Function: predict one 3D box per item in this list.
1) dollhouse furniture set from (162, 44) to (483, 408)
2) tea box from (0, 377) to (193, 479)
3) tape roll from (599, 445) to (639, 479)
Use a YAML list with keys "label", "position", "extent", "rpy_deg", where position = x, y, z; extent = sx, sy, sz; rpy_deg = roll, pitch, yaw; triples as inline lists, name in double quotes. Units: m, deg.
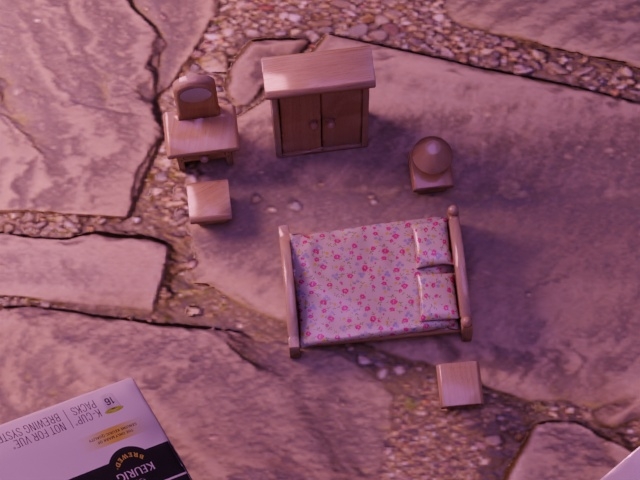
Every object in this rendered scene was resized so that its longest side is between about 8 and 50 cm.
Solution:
- label: "dollhouse furniture set"
  position: [0.000, 0.000, 1.920]
  extent: [0.303, 0.174, 0.355]
  rpy_deg: [-7, 70, -1]
- label: "tea box"
  position: [-0.263, 0.351, 1.708]
  extent: [0.329, 0.220, 0.323]
  rpy_deg: [-18, 67, -36]
- label: "tape roll"
  position: [0.354, 0.235, 1.775]
  extent: [0.286, 0.286, 0.100]
  rpy_deg: [-36, 74, -11]
